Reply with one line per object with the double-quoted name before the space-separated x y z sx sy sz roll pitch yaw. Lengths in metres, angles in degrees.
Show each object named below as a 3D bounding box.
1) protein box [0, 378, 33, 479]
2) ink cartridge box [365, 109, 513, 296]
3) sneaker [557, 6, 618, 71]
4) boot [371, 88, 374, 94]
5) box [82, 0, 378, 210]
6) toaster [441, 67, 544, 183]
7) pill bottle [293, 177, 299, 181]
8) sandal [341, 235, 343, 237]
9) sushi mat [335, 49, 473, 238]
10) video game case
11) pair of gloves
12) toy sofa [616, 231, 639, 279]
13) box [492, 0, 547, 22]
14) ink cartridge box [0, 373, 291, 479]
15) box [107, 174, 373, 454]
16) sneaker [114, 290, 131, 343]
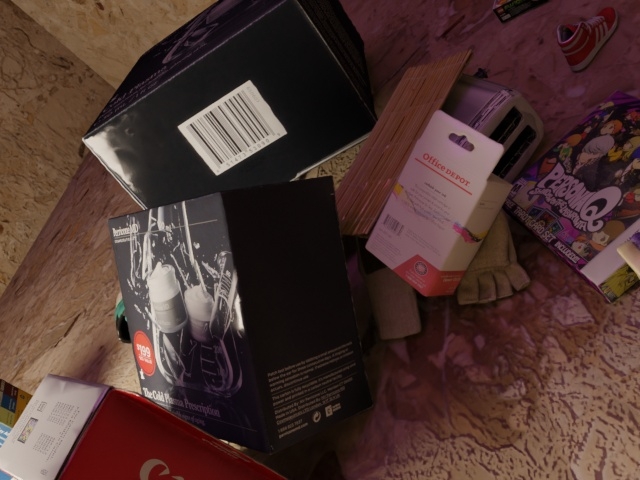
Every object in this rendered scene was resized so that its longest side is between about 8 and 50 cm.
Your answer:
"protein box" -0.655 0.438 1.354 0.201 0.200 0.136 -46 30 5
"ink cartridge box" 0.151 -0.045 0.795 0.115 0.067 0.198 41 116 36
"sneaker" 0.396 -0.317 0.967 0.118 0.067 0.042 -56 31 -12
"boot" 0.077 -0.296 1.396 0.087 0.042 0.118 -35 38 9
"box" -0.162 -0.318 1.357 0.480 0.297 0.472 -28 28 17
"toaster" 0.218 -0.146 0.948 0.227 0.129 0.146 -51 34 0
"pill bottle" -0.110 -0.138 1.421 0.137 0.078 0.078 5 59 54
"sandal" 0.001 0.000 1.119 0.302 0.086 0.120 -24 30 12
"sushi mat" 0.100 -0.136 0.940 0.151 0.019 0.317 8 64 59
"video game case" 0.346 -0.063 0.765 0.210 0.042 0.232 -42 30 9
"pair of gloves" 0.145 0.009 0.871 0.240 0.042 0.204 -30 68 37
"toy sofa" 0.372 0.093 0.417 0.150 0.177 0.362 -40 30 16
"box" 0.413 -0.477 1.159 0.207 0.036 0.114 -16 43 44
"ink cartridge box" -0.192 0.296 0.793 0.271 0.309 0.130 -9 49 49
"box" -0.127 0.092 0.914 0.343 0.179 0.313 -7 94 50
"sneaker" -0.365 0.118 1.425 0.302 0.108 0.121 -48 37 36
